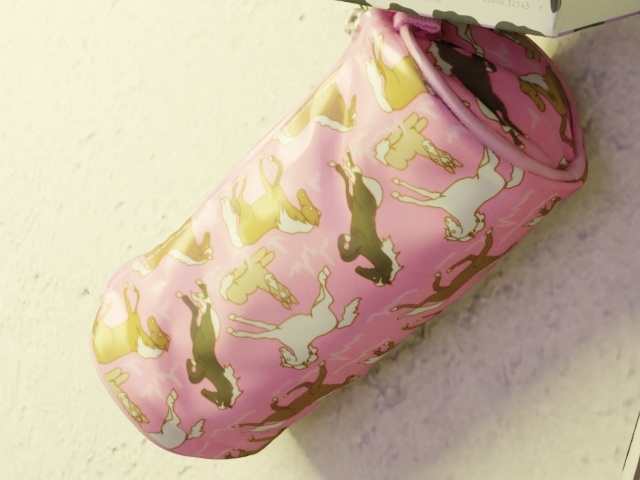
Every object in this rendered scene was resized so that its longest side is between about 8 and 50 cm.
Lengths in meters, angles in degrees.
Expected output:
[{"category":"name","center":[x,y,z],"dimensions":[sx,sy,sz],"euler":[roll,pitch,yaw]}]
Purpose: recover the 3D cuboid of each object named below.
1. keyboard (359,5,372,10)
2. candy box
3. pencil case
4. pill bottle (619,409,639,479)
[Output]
[{"category":"keyboard","center":[0.114,-0.274,1.151],"dimensions":[0.317,0.033,0.202],"euler":[-36,73,37]},{"category":"candy box","center":[0.096,-0.178,1.052],"dimensions":[0.196,0.165,0.070],"euler":[15,112,33]},{"category":"pencil case","center":[0.000,0.000,1.179],"dimensions":[0.386,0.160,0.167],"euler":[-44,54,36]},{"category":"pill bottle","center":[0.231,0.115,0.997],"dimensions":[0.108,0.108,0.194],"euler":[26,109,40]}]
